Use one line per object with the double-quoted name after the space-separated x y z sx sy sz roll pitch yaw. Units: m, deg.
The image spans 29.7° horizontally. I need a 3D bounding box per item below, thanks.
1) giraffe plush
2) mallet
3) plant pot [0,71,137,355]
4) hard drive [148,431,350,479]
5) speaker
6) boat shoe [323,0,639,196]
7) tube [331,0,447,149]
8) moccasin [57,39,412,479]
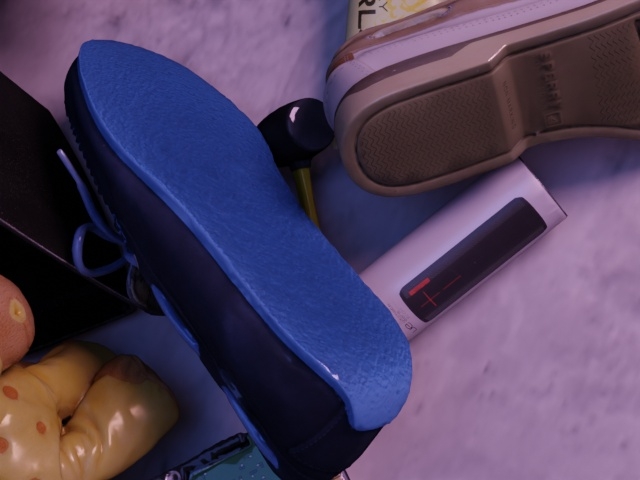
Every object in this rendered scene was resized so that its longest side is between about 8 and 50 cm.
-0.212 0.095 0.728 0.181 0.210 0.170 -14 120 22 "giraffe plush"
0.000 0.000 0.778 0.039 0.062 0.190 -9 78 -27 "mallet"
-0.257 -0.024 0.812 0.188 0.187 0.167 -20 62 15 "plant pot"
-0.104 0.278 0.729 0.339 0.064 0.237 -28 73 0 "hard drive"
0.083 0.007 0.750 0.136 0.055 0.055 -39 71 9 "speaker"
0.148 -0.118 0.711 0.302 0.113 0.103 -12 42 -3 "boat shoe"
0.056 -0.179 0.790 0.070 0.062 0.240 -2 85 49 "tube"
-0.083 0.007 0.742 0.342 0.137 0.117 56 132 36 "moccasin"
